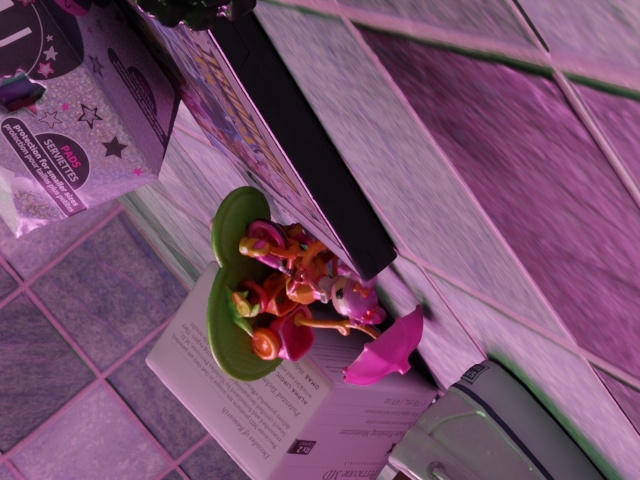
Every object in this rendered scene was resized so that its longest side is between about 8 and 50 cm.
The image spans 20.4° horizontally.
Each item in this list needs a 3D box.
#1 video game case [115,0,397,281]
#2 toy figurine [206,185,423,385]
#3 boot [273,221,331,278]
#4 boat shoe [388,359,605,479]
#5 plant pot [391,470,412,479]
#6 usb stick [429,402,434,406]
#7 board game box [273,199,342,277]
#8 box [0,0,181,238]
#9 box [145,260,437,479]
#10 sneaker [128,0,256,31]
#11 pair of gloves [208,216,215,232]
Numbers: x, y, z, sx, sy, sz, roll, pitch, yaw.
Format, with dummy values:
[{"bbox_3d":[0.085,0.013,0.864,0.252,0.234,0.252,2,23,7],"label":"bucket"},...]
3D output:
[{"bbox_3d":[-0.071,-0.118,1.300,0.248,0.035,0.275,42,169,47],"label":"video game case"},{"bbox_3d":[0.007,0.047,1.403,0.159,0.130,0.173,12,126,35],"label":"toy figurine"},{"bbox_3d":[-0.036,0.009,1.611,0.118,0.042,0.087,40,-170,-34],"label":"boot"},{"bbox_3d":[0.179,0.268,1.250,0.367,0.156,0.136,50,173,7],"label":"boat shoe"},{"bbox_3d":[0.117,0.362,1.610,0.263,0.229,0.263,36,161,15],"label":"plant pot"},{"bbox_3d":[0.162,0.258,1.729,0.278,0.045,0.077,56,177,-36],"label":"usb stick"},{"bbox_3d":[0.000,0.000,1.510,0.090,0.020,0.090,46,171,24],"label":"board game box"},{"bbox_3d":[-0.229,-0.156,1.376,0.247,0.142,0.163,57,-159,-28],"label":"box"},{"bbox_3d":[-0.025,0.123,1.608,0.182,0.119,0.181,44,-162,30],"label":"box"},{"bbox_3d":[-0.126,-0.227,0.716,0.146,0.134,0.343,45,172,37],"label":"sneaker"},{"bbox_3d":[-0.029,0.089,2.034,0.204,0.042,0.240,48,171,44],"label":"pair of gloves"}]
